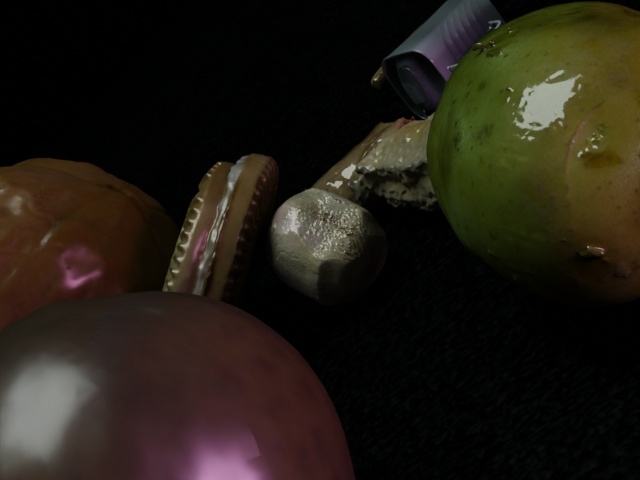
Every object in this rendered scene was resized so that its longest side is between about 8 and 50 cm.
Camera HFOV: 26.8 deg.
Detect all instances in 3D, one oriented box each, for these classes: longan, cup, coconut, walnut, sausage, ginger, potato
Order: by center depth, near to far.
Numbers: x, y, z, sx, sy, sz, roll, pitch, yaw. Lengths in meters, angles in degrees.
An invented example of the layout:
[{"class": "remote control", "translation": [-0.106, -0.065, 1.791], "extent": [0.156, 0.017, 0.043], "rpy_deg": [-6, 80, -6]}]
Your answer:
[{"class": "longan", "translation": [-0.120, 0.182, 0.889], "extent": [0.319, 0.319, 0.319], "rpy_deg": [-36, 19, 14]}, {"class": "potato", "translation": [0.183, -0.066, 0.979], "extent": [0.216, 0.216, 0.304], "rpy_deg": [-40, 9, 2]}, {"class": "coconut", "translation": [0.000, 0.000, 1.311], "extent": [0.124, 0.110, 0.110], "rpy_deg": [31, 68, 28]}, {"class": "ginger", "translation": [0.034, -0.052, 1.449], "extent": [0.213, 0.074, 0.137], "rpy_deg": [-48, -3, -14]}, {"class": "walnut", "translation": [-0.333, 0.085, 1.494], "extent": [0.398, 0.308, 0.354], "rpy_deg": [-45, -14, 26]}, {"class": "cup", "translation": [0.157, -0.214, 1.541], "extent": [0.129, 0.095, 0.128], "rpy_deg": [-48, 20, -25]}, {"class": "sausage", "translation": [0.116, -0.257, 1.833], "extent": [0.132, 0.024, 0.024], "rpy_deg": [-48, 19, -18]}]

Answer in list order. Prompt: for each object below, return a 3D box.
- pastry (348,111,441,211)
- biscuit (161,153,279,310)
[{"class": "pastry", "translation": [0.138, -0.084, 1.286], "extent": [0.121, 0.089, 0.258], "rpy_deg": [-53, 22, -20]}, {"class": "biscuit", "translation": [-0.109, 0.032, 1.369], "extent": [0.259, 0.079, 0.259], "rpy_deg": [17, -90, -89]}]
